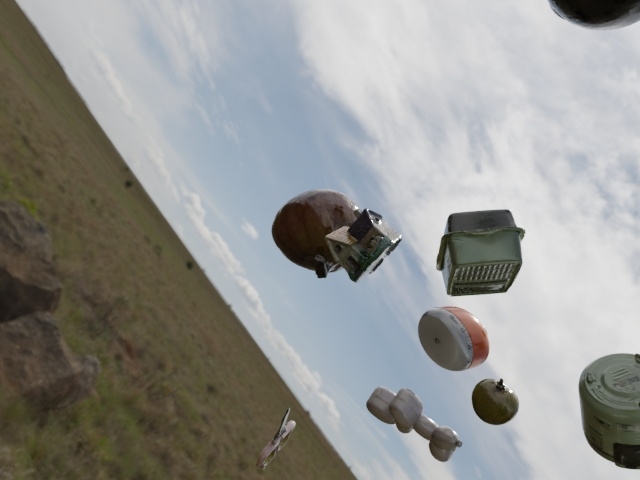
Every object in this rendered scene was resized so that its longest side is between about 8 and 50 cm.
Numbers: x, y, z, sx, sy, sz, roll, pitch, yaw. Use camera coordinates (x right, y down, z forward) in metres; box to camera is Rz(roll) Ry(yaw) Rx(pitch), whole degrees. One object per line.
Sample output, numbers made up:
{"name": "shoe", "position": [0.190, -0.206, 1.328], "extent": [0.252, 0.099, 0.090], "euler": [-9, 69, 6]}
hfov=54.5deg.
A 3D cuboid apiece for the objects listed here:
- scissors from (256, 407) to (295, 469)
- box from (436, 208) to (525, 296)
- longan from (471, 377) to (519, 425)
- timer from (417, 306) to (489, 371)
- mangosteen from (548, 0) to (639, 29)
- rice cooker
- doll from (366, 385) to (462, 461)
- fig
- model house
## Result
{"name": "scissors", "position": [-0.110, 0.516, 1.655], "extent": [0.024, 0.160, 0.317], "euler": [36, -38, 16]}
{"name": "box", "position": [0.435, 0.038, 1.712], "extent": [0.290, 0.221, 0.166], "euler": [76, 12, -66]}
{"name": "longan", "position": [0.278, 0.251, 0.984], "extent": [0.075, 0.075, 0.083], "euler": [45, -44, 40]}
{"name": "timer", "position": [0.253, 0.179, 1.142], "extent": [0.136, 0.136, 0.099], "euler": [51, -54, 16]}
{"name": "mangosteen", "position": [0.553, -0.556, 1.203], "extent": [0.300, 0.300, 0.300], "euler": [51, -12, 15]}
{"name": "rice cooker", "position": [0.736, 0.409, 1.482], "extent": [0.226, 0.226, 0.244], "euler": [39, -29, 53]}
{"name": "doll", "position": [0.171, 0.320, 1.079], "extent": [0.160, 0.059, 0.161], "euler": [42, -22, -10]}
{"name": "fig", "position": [-0.001, -0.014, 1.515], "extent": [0.235, 0.235, 0.214], "euler": [157, -71, -78]}
{"name": "model house", "position": [0.071, 0.001, 1.099], "extent": [0.100, 0.100, 0.088], "euler": [47, 31, 12]}
